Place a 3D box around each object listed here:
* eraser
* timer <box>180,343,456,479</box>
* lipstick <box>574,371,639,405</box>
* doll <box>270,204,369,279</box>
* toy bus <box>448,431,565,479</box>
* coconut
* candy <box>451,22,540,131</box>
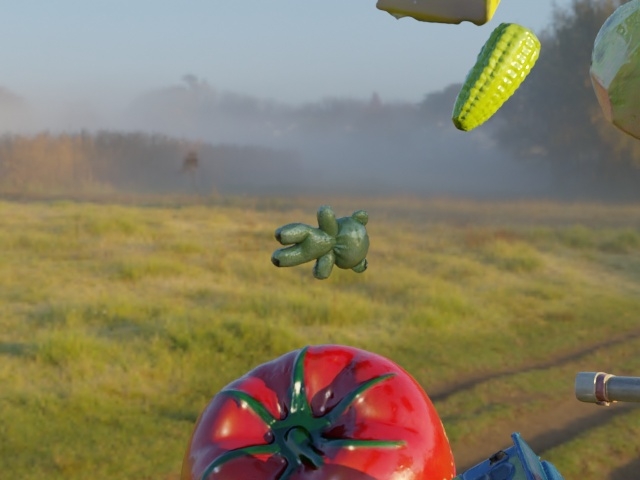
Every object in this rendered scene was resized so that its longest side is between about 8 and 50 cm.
[{"bbox_3d":[0.180,-0.378,1.270,0.158,0.069,0.226,15,51,18],"label":"eraser"},{"bbox_3d":[-0.003,0.333,1.321,0.378,0.279,0.378,-10,42,9],"label":"timer"},{"bbox_3d":[0.529,0.254,1.612,0.186,0.057,0.063,-5,-16,45],"label":"lipstick"},{"bbox_3d":[0.000,0.000,1.398,0.150,0.115,0.077,-2,17,-24],"label":"doll"},{"bbox_3d":[0.188,0.337,0.905,0.175,0.138,0.288,-35,19,12],"label":"toy bus"},{"bbox_3d":[0.446,-0.222,1.210,0.204,0.236,0.236,16,1,-7],"label":"coconut"},{"bbox_3d":[0.296,-0.278,1.651,0.096,0.209,0.097,34,-7,4],"label":"candy"}]
